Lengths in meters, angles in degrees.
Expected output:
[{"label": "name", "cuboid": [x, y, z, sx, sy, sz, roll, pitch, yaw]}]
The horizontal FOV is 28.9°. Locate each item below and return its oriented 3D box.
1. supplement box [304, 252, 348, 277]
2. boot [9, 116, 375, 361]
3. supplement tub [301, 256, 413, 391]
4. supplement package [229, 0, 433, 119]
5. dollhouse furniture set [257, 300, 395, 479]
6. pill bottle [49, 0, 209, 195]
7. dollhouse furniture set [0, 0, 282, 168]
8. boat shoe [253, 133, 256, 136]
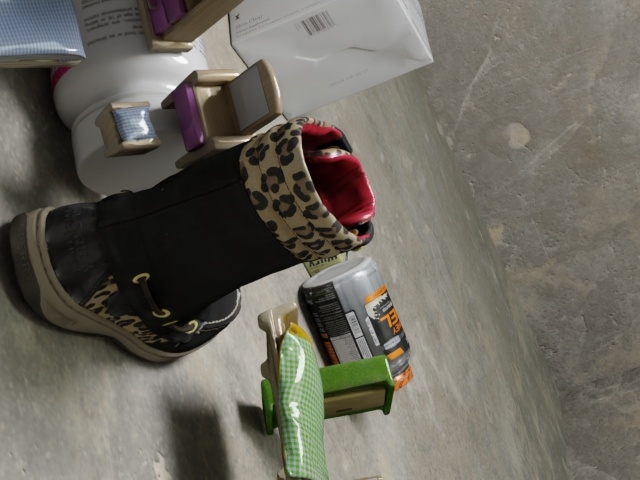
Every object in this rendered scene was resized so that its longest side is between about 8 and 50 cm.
[{"label": "supplement box", "cuboid": [0.000, 0.000, 1.880, 0.083, 0.056, 0.083, 62, 18, -25]}, {"label": "boot", "cuboid": [-0.083, 0.003, 1.183, 0.377, 0.284, 0.138, 30, 42, -66]}, {"label": "supplement tub", "cuboid": [0.058, 0.129, 1.806, 0.117, 0.117, 0.190, -53, 121, -72]}, {"label": "supplement package", "cuboid": [0.014, -0.346, 1.974, 0.204, 0.262, 0.145, 51, 24, -48]}, {"label": "dollhouse furniture set", "cuboid": [0.023, 0.202, 1.335, 0.301, 0.151, 0.197, 92, -12, -62]}, {"label": "pill bottle", "cuboid": [-0.200, -0.198, 1.272, 0.160, 0.160, 0.283, 39, 34, -61]}, {"label": "dollhouse furniture set", "cuboid": [-0.190, -0.218, 1.038, 0.303, 0.198, 0.286, -6, 77, -39]}, {"label": "boat shoe", "cuboid": [-0.124, -0.137, 1.641, 0.170, 0.063, 0.059, 57, 21, -10]}]
